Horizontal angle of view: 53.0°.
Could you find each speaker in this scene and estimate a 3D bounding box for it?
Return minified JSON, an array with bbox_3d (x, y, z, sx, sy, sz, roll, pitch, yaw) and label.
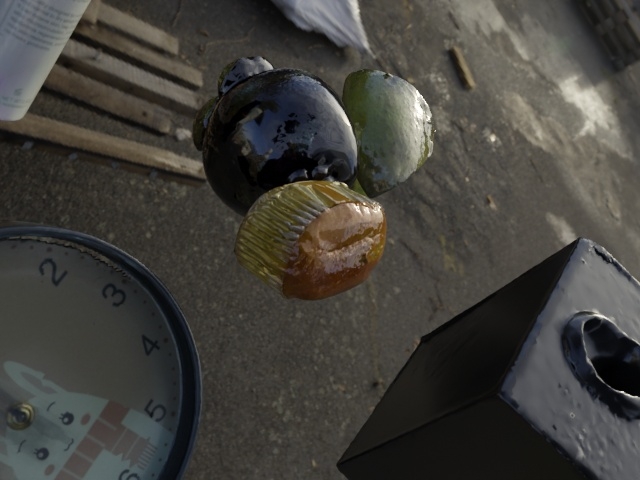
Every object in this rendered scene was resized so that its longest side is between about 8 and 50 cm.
[{"bbox_3d":[0.192,0.173,0.495,0.254,0.232,0.184,44,52,2],"label":"speaker"}]

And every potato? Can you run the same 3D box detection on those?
[{"bbox_3d":[0.154,-0.197,1.330,0.269,0.112,0.255,41,44,-31],"label":"potato"}]

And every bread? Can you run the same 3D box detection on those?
[{"bbox_3d":[0.000,0.000,0.790,0.114,0.132,0.191,32,29,31],"label":"bread"}]

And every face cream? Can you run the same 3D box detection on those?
[{"bbox_3d":[-0.294,-0.293,0.697,0.102,0.345,0.102,35,20,-14],"label":"face cream"}]

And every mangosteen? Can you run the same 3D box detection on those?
[{"bbox_3d":[-0.069,-0.139,0.905,0.243,0.243,0.242,26,50,-34],"label":"mangosteen"}]

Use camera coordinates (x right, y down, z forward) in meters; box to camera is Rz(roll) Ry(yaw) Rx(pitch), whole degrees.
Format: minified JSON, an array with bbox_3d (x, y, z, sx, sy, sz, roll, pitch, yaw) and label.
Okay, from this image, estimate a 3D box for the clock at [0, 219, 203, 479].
[{"bbox_3d":[-0.289,0.169,0.619,0.386,0.077,0.385,0,91,-43],"label":"clock"}]
